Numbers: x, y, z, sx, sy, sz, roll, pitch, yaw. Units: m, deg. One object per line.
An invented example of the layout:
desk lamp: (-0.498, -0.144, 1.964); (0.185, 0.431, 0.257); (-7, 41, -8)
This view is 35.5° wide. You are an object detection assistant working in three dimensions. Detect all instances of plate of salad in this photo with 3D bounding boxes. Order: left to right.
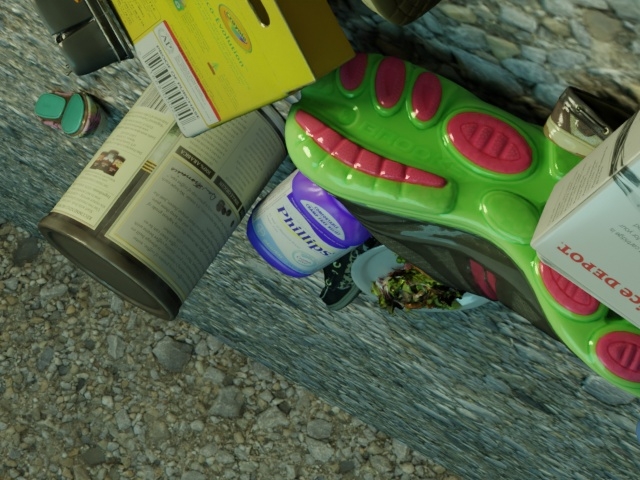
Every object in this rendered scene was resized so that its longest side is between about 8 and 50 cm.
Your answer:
plate of salad: (0.138, 0.057, 1.291); (0.200, 0.048, 0.200); (5, 151, 3)

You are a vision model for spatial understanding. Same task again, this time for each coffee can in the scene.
coffee can: (-0.190, -0.066, 1.263); (0.202, 0.275, 0.201); (31, 163, 11)

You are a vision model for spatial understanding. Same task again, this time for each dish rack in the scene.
dish rack: (-0.297, -0.281, 1.107); (0.208, 0.074, 0.271); (62, 173, -17)

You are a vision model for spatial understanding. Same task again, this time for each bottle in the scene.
bottle: (0.014, -0.044, 1.189); (0.118, 0.092, 0.283); (42, 147, -10)

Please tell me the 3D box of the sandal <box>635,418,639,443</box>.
sandal: (0.454, 0.260, 1.257); (0.138, 0.126, 0.317); (24, 160, 41)

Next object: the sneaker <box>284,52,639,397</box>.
sneaker: (0.193, -0.015, 0.941); (0.483, 0.185, 0.202); (36, 178, 14)

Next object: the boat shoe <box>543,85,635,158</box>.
boat shoe: (0.255, -0.077, 0.796); (0.152, 0.056, 0.049); (23, 128, 13)

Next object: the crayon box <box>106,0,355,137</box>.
crayon box: (-0.090, -0.214, 0.900); (0.202, 0.081, 0.318); (61, 157, -12)

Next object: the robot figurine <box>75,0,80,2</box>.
robot figurine: (-0.205, -0.335, 0.764); (0.211, 0.085, 0.291); (44, 154, 22)

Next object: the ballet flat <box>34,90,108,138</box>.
ballet flat: (-0.399, -0.203, 1.649); (0.079, 0.076, 0.221); (23, 178, -37)

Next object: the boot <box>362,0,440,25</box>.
boot: (0.004, -0.228, 0.602); (0.203, 0.095, 0.262); (35, -152, 6)

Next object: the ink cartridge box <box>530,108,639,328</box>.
ink cartridge box: (0.274, -0.029, 0.716); (0.148, 0.086, 0.203); (35, 140, -6)

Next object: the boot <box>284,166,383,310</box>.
boot: (0.001, -0.002, 1.412); (0.179, 0.085, 0.236); (35, 152, -1)
